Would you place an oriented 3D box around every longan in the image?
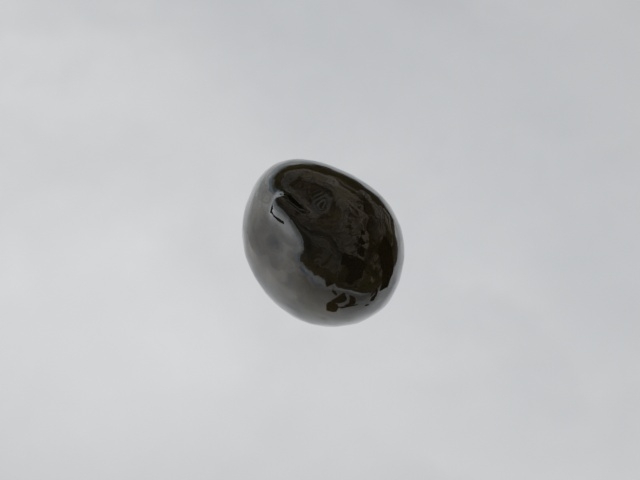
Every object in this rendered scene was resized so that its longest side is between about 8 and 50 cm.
[{"bbox_3d":[0.000,0.000,0.705,0.113,0.092,0.113,53,-176,-5],"label":"longan"}]
